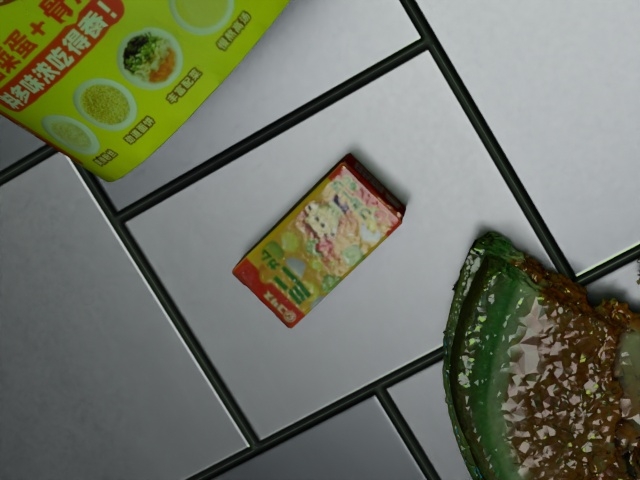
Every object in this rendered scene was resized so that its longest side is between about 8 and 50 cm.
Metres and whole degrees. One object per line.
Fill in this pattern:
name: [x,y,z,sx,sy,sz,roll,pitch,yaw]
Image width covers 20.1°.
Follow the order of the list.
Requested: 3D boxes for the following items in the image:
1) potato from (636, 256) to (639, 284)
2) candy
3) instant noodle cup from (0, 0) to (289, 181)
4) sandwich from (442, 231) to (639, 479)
potato: [0.312,0.041,1.242,0.172,0.089,0.100,35,105,0]
candy: [0.000,0.000,1.306,0.062,0.038,0.122,44,107,-5]
instant noodle cup: [-0.149,-0.191,1.158,0.221,0.311,0.311,41,107,-13]
sandwich: [0.161,0.122,1.293,0.159,0.079,0.235,8,106,7]
